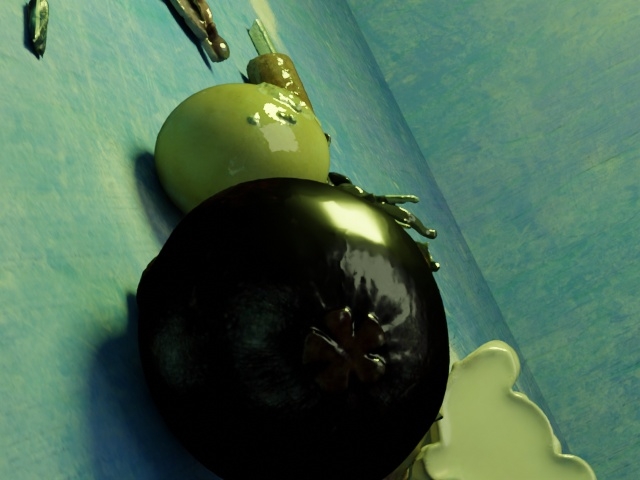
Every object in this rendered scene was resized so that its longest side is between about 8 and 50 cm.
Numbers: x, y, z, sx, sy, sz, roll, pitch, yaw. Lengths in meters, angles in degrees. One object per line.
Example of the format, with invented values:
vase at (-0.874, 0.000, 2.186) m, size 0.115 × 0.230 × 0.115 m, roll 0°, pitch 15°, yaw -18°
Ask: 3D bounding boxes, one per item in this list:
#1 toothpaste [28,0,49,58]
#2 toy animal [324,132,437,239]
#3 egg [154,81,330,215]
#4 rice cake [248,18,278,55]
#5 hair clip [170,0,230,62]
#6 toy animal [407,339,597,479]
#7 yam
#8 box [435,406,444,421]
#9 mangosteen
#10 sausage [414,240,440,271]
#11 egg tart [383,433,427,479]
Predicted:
toothpaste at (-0.264, -0.204, 1.342) m, size 0.027 × 0.019 × 0.083 m, roll 75°, pitch 3°, yaw -47°
toy animal at (-0.002, -0.057, 1.647) m, size 0.137 × 0.269 × 0.082 m, roll 73°, pitch 30°, yaw -62°
egg at (-0.081, -0.085, 1.497) m, size 0.201 × 0.164 × 0.164 m, roll -1°, pitch 59°, yaw -41°
rice cake at (-0.072, -0.276, 2.289) m, size 0.171 × 0.029 × 0.033 m, roll 65°, pitch 15°, yaw 10°
hair clip at (-0.185, -0.342, 1.927) m, size 0.146 × 0.056 × 0.187 m, roll -104°, pitch 171°, yaw -50°
toy animal at (0.179, 0.276, 1.731) m, size 0.272 × 0.206 × 0.265 m, roll 57°, pitch -22°, yaw 13°
yam at (-0.055, -0.206, 2.092) m, size 0.084 × 0.084 × 0.127 m, roll 39°, pitch 30°, yaw -63°
box at (0.098, 0.112, 1.502) m, size 0.073 × 0.020 × 0.149 m, roll 46°, pitch 28°, yaw -42°
mangosteen at (-0.034, 0.081, 1.226) m, size 0.275 × 0.275 × 0.302 m, roll 60°, pitch -21°, yaw -12°
sausage at (0.100, 0.126, 1.774) m, size 0.371 × 0.082 × 0.082 m, roll 87°, pitch -14°, yaw -56°
egg tart at (0.027, 0.139, 1.536) m, size 0.352 × 0.150 × 0.352 m, roll 55°, pitch 17°, yaw -27°
